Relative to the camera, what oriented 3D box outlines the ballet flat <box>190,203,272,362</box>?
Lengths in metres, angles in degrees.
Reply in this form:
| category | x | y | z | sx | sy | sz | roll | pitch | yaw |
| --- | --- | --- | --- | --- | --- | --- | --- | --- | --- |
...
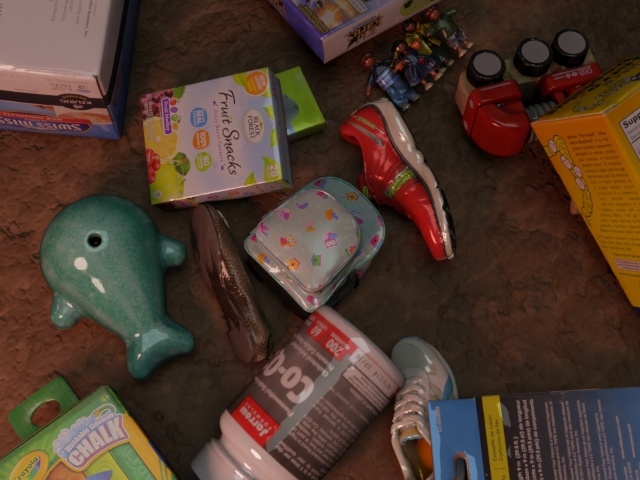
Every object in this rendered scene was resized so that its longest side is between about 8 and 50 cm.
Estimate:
| category | x | y | z | sx | sy | sz | roll | pitch | yaw |
| --- | --- | --- | --- | --- | --- | --- | --- | --- | --- |
| ballet flat | -0.127 | 0.060 | 1.412 | 0.058 | 0.084 | 0.249 | -14 | 74 | -34 |

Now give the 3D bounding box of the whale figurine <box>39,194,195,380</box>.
| category | x | y | z | sx | sy | sz | roll | pitch | yaw |
| --- | --- | --- | --- | --- | --- | --- | --- | --- | --- |
| whale figurine | -0.285 | 0.059 | 1.358 | 0.216 | 0.141 | 0.272 | -29 | 78 | -12 |

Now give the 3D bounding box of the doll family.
| category | x | y | z | sx | sy | sz | roll | pitch | yaw |
| --- | --- | --- | --- | --- | --- | --- | --- | --- | --- |
| doll family | 0.147 | -0.298 | 1.534 | 0.111 | 0.076 | 0.193 | 46 | 72 | -6 |

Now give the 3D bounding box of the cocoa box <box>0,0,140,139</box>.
| category | x | y | z | sx | sy | sz | roll | pitch | yaw |
| --- | --- | --- | --- | --- | --- | --- | --- | --- | --- |
| cocoa box | -0.398 | -0.355 | 1.428 | 0.232 | 0.228 | 0.347 | 5 | 73 | -3 |

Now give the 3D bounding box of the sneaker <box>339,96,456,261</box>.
| category | x | y | z | sx | sy | sz | roll | pitch | yaw |
| --- | --- | --- | --- | --- | --- | --- | --- | --- | --- |
| sneaker | 0.118 | -0.081 | 1.471 | 0.118 | 0.107 | 0.279 | -28 | 74 | 7 |

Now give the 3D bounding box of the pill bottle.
| category | x | y | z | sx | sy | sz | roll | pitch | yaw |
| --- | --- | --- | --- | --- | --- | --- | --- | --- | --- |
| pill bottle | -0.033 | 0.241 | 1.303 | 0.161 | 0.161 | 0.283 | 41 | 83 | 8 |

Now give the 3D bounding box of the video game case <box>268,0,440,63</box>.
| category | x | y | z | sx | sy | sz | roll | pitch | yaw |
| --- | --- | --- | --- | --- | --- | --- | --- | --- | --- |
| video game case | 0.034 | -0.434 | 1.538 | 0.244 | 0.061 | 0.269 | -30 | 60 | -13 |

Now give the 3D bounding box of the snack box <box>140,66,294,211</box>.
| category | x | y | z | sx | sy | sz | roll | pitch | yaw |
| --- | --- | --- | --- | --- | --- | --- | --- | --- | --- |
| snack box | -0.155 | -0.148 | 1.429 | 0.207 | 0.070 | 0.174 | -11 | 79 | 12 |

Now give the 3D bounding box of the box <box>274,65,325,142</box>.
| category | x | y | z | sx | sy | sz | roll | pitch | yaw |
| --- | --- | --- | --- | --- | --- | --- | --- | --- | --- |
| box | -0.095 | -0.193 | 1.502 | 0.178 | 0.042 | 0.109 | -22 | 76 | -11 |

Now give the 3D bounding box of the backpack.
| category | x | y | z | sx | sy | sz | roll | pitch | yaw |
| --- | --- | --- | --- | --- | --- | --- | --- | --- | --- |
| backpack | 0.000 | 0.000 | 1.400 | 0.188 | 0.144 | 0.166 | -41 | 75 | -18 |

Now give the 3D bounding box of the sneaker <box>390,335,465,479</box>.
| category | x | y | z | sx | sy | sz | roll | pitch | yaw |
| --- | --- | --- | --- | --- | --- | --- | --- | --- | --- |
| sneaker | 0.142 | 0.244 | 1.349 | 0.087 | 0.092 | 0.228 | -22 | 70 | 30 |

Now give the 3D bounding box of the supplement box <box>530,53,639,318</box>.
| category | x | y | z | sx | sy | sz | roll | pitch | yaw |
| --- | --- | --- | --- | --- | --- | --- | --- | --- | --- |
| supplement box | 0.499 | -0.074 | 1.374 | 0.194 | 0.195 | 0.356 | -35 | 102 | -13 |

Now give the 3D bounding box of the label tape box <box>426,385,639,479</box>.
| category | x | y | z | sx | sy | sz | roll | pitch | yaw |
| --- | --- | --- | --- | --- | --- | --- | --- | --- | --- |
| label tape box | 0.310 | 0.335 | 1.336 | 0.334 | 0.106 | 0.240 | -2 | 74 | -7 |

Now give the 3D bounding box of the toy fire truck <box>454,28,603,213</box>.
| category | x | y | z | sx | sy | sz | roll | pitch | yaw |
| --- | --- | --- | --- | --- | --- | --- | --- | --- | --- |
| toy fire truck | 0.345 | -0.169 | 1.490 | 0.217 | 0.158 | 0.246 | -15 | 65 | -9 |

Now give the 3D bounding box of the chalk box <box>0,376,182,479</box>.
| category | x | y | z | sx | sy | sz | roll | pitch | yaw |
| --- | --- | --- | --- | --- | --- | --- | --- | --- | --- |
| chalk box | -0.298 | 0.312 | 1.261 | 0.180 | 0.179 | 0.289 | -38 | 80 | -14 |
